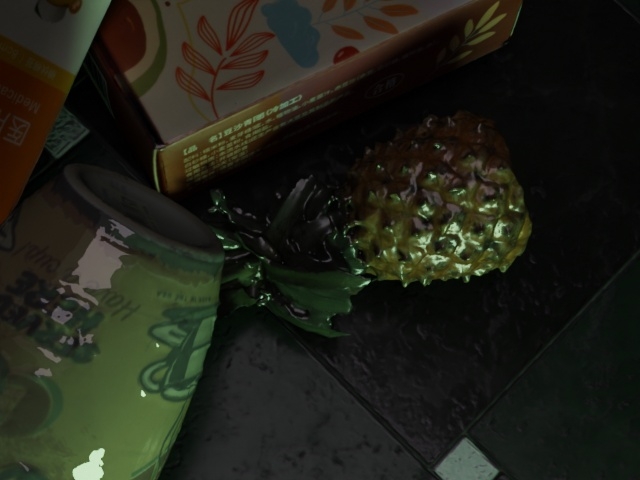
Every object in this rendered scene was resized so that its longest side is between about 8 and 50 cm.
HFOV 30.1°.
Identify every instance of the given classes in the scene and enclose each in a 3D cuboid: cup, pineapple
[{"bbox_3d":[-0.203,0.067,0.947,0.227,0.301,0.257,26,100,-34],"label":"cup"},{"bbox_3d":[0.002,0.003,1.064,0.364,0.165,0.166,-18,73,-2],"label":"pineapple"}]

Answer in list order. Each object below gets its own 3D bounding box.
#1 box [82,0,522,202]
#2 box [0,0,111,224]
[{"bbox_3d":[-0.061,-0.268,1.140,0.385,0.122,0.344,-27,69,-13],"label":"box"},{"bbox_3d":[-0.306,-0.182,0.951,0.143,0.225,0.341,24,89,26],"label":"box"}]
